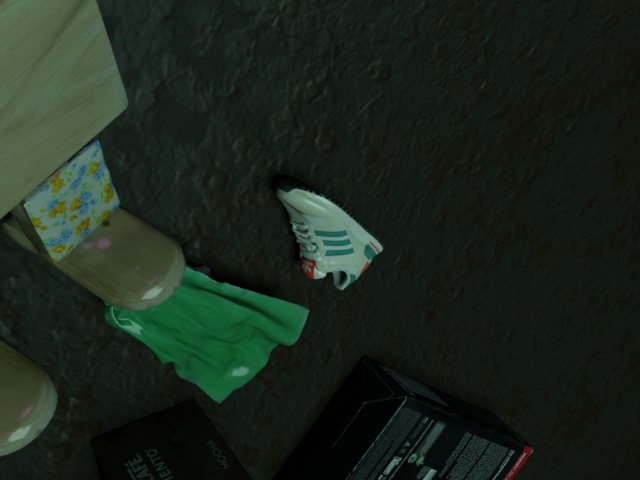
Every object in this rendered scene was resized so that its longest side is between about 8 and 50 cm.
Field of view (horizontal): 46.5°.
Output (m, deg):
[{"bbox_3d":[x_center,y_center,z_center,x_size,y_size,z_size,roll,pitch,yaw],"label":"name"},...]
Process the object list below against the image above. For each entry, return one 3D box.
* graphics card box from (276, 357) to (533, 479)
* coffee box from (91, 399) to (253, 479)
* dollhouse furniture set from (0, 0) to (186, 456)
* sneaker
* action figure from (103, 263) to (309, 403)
[{"bbox_3d":[0.123,0.320,1.029,0.371,0.094,0.233,30,98,-46],"label":"graphics card box"},{"bbox_3d":[-0.139,0.344,0.792,0.119,0.168,0.297,-19,127,-27],"label":"coffee box"},{"bbox_3d":[-0.212,0.028,0.329,0.394,0.256,0.362,-50,157,-28],"label":"dollhouse furniture set"},{"bbox_3d":[0.000,0.000,0.751,0.075,0.057,0.161,-55,138,-2],"label":"sneaker"},{"bbox_3d":[-0.125,0.068,0.696,0.137,0.063,0.232,-49,139,2],"label":"action figure"}]
